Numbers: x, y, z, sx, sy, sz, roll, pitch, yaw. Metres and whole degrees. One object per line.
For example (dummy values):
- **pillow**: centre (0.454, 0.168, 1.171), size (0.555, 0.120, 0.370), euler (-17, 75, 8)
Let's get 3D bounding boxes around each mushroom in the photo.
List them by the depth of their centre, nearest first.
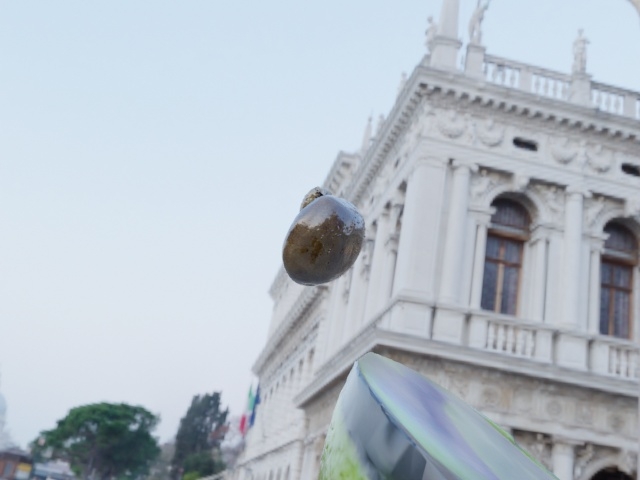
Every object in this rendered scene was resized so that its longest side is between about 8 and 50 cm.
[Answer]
- **mushroom**: centre (0.000, 0.000, 0.894), size (0.087, 0.127, 0.127), euler (32, -10, 27)

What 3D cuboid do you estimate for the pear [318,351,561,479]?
- **pear**: centre (0.133, 0.261, 0.482), size (0.399, 0.165, 0.399), euler (37, 3, -2)
